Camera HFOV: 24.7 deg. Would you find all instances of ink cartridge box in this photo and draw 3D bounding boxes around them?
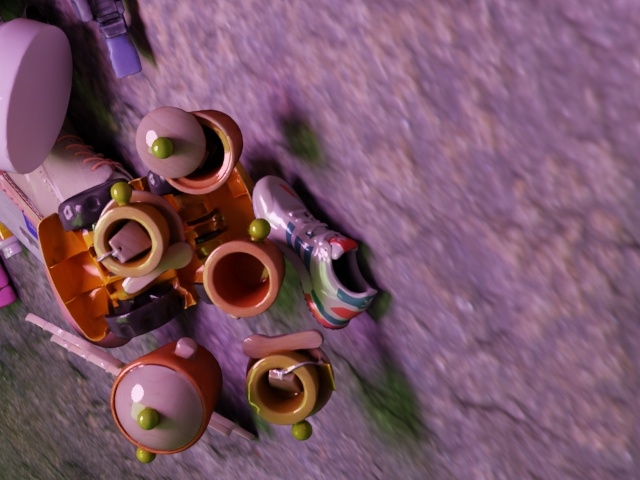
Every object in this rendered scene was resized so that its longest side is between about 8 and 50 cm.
[{"bbox_3d":[-0.404,-0.068,2.030,0.206,0.045,0.208,39,145,38],"label":"ink cartridge box"}]

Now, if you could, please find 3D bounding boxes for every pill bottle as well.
[{"bbox_3d":[-0.485,-0.016,2.232,0.083,0.043,0.043,63,154,-3],"label":"pill bottle"},{"bbox_3d":[-0.484,-0.197,1.659,0.363,0.210,0.210,15,139,10],"label":"pill bottle"}]

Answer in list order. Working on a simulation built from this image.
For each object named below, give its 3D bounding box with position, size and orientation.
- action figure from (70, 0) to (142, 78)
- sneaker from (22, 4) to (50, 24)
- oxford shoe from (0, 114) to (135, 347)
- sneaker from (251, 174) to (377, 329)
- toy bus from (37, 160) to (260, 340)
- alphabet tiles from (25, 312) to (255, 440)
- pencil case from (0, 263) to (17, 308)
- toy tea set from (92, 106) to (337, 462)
[{"bbox_3d":[-0.322,-0.309,1.507,0.330,0.178,0.341,19,131,67],"label":"action figure"},{"bbox_3d":[-0.331,-0.244,1.739,0.083,0.032,0.037,53,153,17],"label":"sneaker"},{"bbox_3d":[-0.287,-0.075,1.759,0.146,0.140,0.397,-36,79,36],"label":"oxford shoe"},{"bbox_3d":[0.000,0.000,1.362,0.075,0.057,0.161,-36,81,46],"label":"sneaker"},{"bbox_3d":[-0.145,-0.013,1.494,0.211,0.220,0.149,-54,-58,-73],"label":"toy bus"},{"bbox_3d":[-0.220,0.171,1.777,0.278,0.021,0.284,34,170,-32],"label":"alphabet tiles"},{"bbox_3d":[-0.578,0.021,2.394,0.098,0.095,0.209,-152,42,-73],"label":"pencil case"},{"bbox_3d":[-0.121,0.048,1.325,0.124,0.200,0.336,-49,-56,-69],"label":"toy tea set"}]
